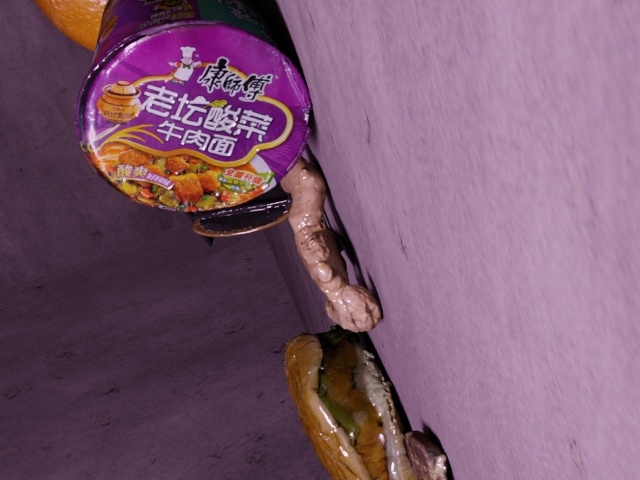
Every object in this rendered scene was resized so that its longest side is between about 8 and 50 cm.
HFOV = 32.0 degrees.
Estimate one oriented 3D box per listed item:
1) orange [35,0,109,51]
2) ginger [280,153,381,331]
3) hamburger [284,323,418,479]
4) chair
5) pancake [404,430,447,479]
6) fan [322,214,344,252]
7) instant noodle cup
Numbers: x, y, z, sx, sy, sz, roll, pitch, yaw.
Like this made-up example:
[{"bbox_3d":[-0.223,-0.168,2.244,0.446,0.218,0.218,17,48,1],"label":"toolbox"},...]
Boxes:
[{"bbox_3d":[-0.235,-0.347,1.381,0.264,0.264,0.264,159,90,-85],"label":"orange"},{"bbox_3d":[0.002,0.010,1.346,0.149,0.065,0.258,85,160,-59],"label":"ginger"},{"bbox_3d":[0.041,0.252,1.562,0.285,0.134,0.265,-118,10,-72],"label":"hamburger"},{"bbox_3d":[-0.106,-0.074,1.594,0.172,0.159,0.246,-84,-20,-47],"label":"chair"},{"bbox_3d":[0.161,0.346,1.236,0.288,0.033,0.286,-126,17,-71],"label":"pancake"},{"bbox_3d":[0.011,-0.010,1.502,0.227,0.008,0.152,-137,28,-81],"label":"fan"},{"bbox_3d":[-0.145,-0.184,1.245,0.190,0.251,0.251,-102,-3,-47],"label":"instant noodle cup"}]
